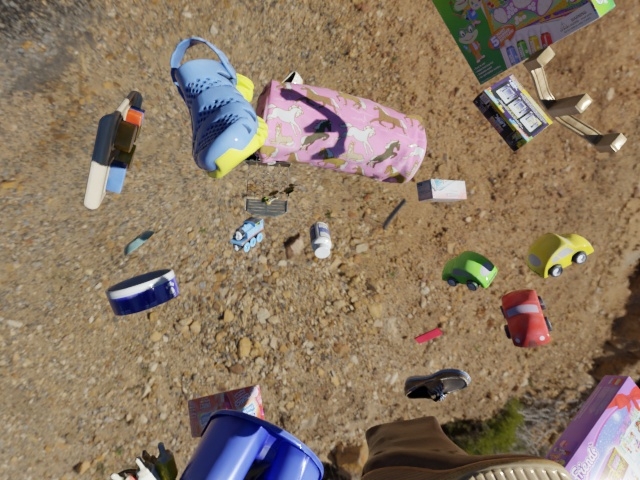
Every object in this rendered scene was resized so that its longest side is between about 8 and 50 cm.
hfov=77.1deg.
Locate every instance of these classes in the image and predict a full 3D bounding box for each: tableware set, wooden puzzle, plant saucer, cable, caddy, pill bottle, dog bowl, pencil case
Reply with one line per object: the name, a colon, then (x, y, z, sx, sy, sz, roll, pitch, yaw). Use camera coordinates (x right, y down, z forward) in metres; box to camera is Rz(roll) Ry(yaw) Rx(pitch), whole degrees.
tableware set: (-0.169, -0.190, 1.650, 0.154, 0.104, 0.024, -34, 119, -20)
wooden puzzle: (-0.660, -0.301, 1.331, 0.080, 0.348, 0.322, 19, 116, -18)
plant saucer: (-0.584, 0.002, 1.284, 0.119, 0.119, 0.021, -38, 110, -5)
cable: (-0.308, 0.529, 0.801, 0.139, 0.072, 0.287, -28, 108, -10)
caddy: (-0.138, 0.447, 0.778, 0.241, 0.179, 0.341, 32, 136, 0)
pill bottle: (0.000, 0.000, 1.321, 0.067, 0.120, 0.067, -4, 132, -4)
dog bowl: (-0.722, 0.206, 1.639, 0.265, 0.265, 0.104, -17, 101, -10)
pencil case: (0.045, -0.229, 0.887, 0.386, 0.167, 0.160, 6, 71, -19)

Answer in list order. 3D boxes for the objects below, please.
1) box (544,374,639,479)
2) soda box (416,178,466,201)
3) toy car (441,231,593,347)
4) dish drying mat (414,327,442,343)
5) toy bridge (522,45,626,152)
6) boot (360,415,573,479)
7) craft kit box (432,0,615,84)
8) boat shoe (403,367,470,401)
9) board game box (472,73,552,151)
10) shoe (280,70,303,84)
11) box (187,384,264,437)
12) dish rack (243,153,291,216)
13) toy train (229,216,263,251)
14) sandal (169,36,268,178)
box: (0.539, 0.424, 0.734, 0.293, 0.057, 0.201, -35, 85, -22)
soda box: (0.386, -0.156, 1.271, 0.183, 0.058, 0.063, -4, 86, -39)
toy car: (0.299, 0.054, 0.676, 0.239, 0.225, 0.053, -45, 120, -26)
dish drying mat: (0.335, 0.296, 1.248, 0.083, 0.008, 0.032, -33, 117, 27)
toy bridge: (0.356, -0.193, 0.576, 0.188, 0.063, 0.026, 40, 92, -14)
boot: (0.171, 0.288, 0.540, 0.248, 0.207, 0.090, -18, 93, 10)
craft kit box: (0.324, -0.439, 0.701, 0.061, 0.250, 0.247, -36, 99, -20)
boat shoe: (0.309, 0.395, 1.071, 0.183, 0.066, 0.066, -26, 104, 32)
board game box: (0.495, -0.331, 1.033, 0.141, 0.048, 0.170, -33, 84, -29)
shoe: (-0.167, -0.604, 1.643, 0.219, 0.058, 0.076, -44, 74, 1)
box: (-0.304, 0.543, 1.271, 0.128, 0.257, 0.123, 5, 65, -43)
dish rack: (-0.234, -0.242, 1.761, 0.208, 0.074, 0.271, 2, 80, -3)
toy train: (-0.310, -0.026, 1.696, 0.080, 0.184, 0.105, 13, 120, 22)
sandal: (-0.173, -0.214, 0.622, 0.126, 0.317, 0.138, -34, 133, 9)
